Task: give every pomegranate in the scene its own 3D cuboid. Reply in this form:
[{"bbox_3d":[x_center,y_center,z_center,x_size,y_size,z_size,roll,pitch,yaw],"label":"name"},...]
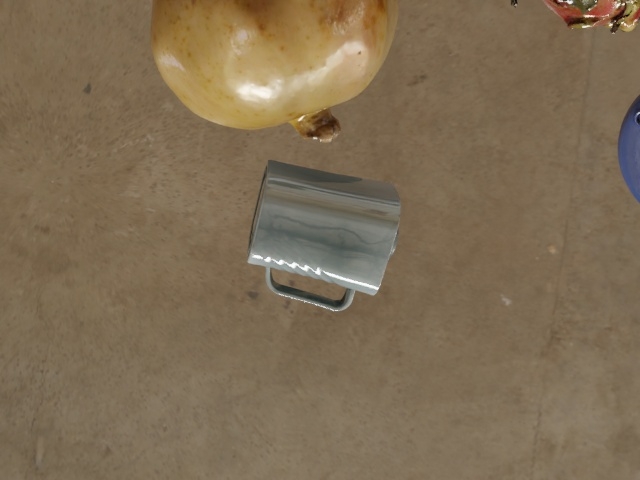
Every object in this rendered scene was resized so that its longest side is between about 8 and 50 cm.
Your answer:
[{"bbox_3d":[-0.068,-0.340,1.184,0.411,0.411,0.411,-2,95,-20],"label":"pomegranate"}]

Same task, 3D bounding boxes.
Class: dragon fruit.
[{"bbox_3d":[0.514,-0.505,1.376,0.291,0.250,0.269,40,63,-56],"label":"dragon fruit"}]

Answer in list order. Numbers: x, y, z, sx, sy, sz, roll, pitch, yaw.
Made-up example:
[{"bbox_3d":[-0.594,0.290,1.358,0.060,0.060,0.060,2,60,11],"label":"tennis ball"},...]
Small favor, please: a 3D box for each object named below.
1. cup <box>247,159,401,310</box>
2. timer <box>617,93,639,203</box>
[{"bbox_3d":[0.000,0.000,0.690,0.129,0.095,0.128,13,112,-7],"label":"cup"},{"bbox_3d":[0.686,-0.200,1.215,0.383,0.270,0.270,-34,106,-39],"label":"timer"}]
